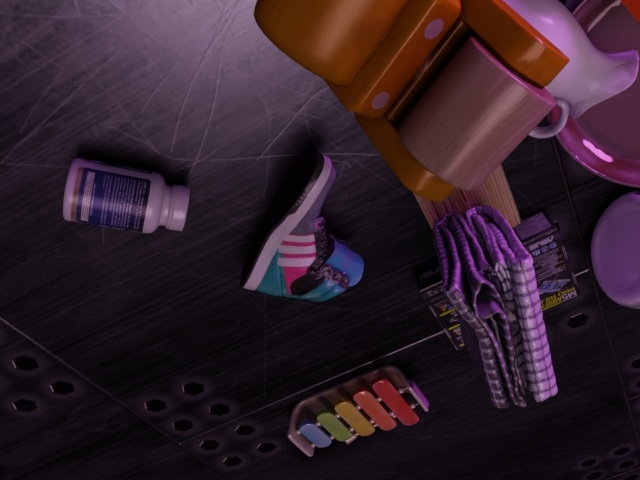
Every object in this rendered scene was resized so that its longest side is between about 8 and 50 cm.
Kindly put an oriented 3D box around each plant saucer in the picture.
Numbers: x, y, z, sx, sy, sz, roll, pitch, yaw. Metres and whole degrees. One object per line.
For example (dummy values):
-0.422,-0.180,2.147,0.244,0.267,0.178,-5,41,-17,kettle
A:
0.476,-0.226,0.818,0.311,0.050,0.310,9,114,21,plant saucer

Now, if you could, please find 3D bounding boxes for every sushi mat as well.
0.228,-0.103,0.983,0.152,0.019,0.316,-24,129,13,sushi mat

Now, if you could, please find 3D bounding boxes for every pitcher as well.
0.286,-0.236,0.803,0.207,0.125,0.177,26,139,-10,pitcher

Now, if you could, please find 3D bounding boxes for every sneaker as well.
0.000,0.000,0.959,0.179,0.123,0.295,19,132,-18,sneaker

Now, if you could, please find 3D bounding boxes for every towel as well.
0.261,0.096,0.923,0.122,0.283,0.234,-15,109,10,towel

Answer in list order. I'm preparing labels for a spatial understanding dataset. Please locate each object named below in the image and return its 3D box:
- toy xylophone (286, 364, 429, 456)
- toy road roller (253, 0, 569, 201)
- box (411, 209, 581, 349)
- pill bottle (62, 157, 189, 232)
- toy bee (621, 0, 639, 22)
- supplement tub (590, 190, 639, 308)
0.096,0.398,1.347,0.323,0.081,0.236,-32,128,17,toy xylophone
0.077,-0.220,0.660,0.241,0.329,0.202,6,133,-43,toy road roller
0.342,0.085,1.137,0.270,0.060,0.216,-27,130,14,box
-0.287,-0.061,0.879,0.170,0.094,0.094,10,128,-17,pill bottle
0.350,-0.383,0.676,0.298,0.195,0.162,37,92,-21,toy bee
0.687,0.023,1.047,0.339,0.207,0.207,4,129,-12,supplement tub
